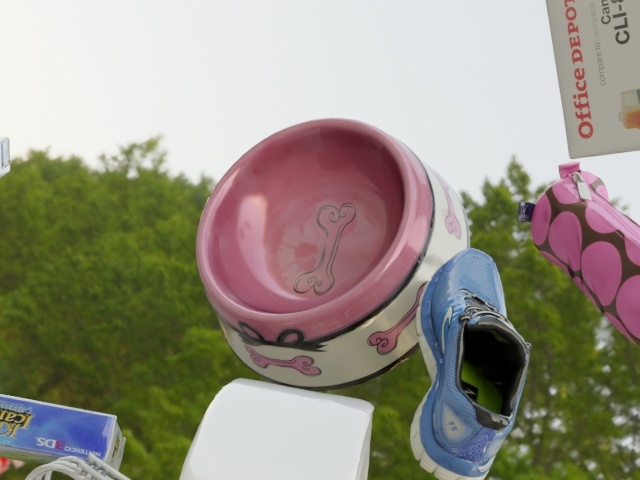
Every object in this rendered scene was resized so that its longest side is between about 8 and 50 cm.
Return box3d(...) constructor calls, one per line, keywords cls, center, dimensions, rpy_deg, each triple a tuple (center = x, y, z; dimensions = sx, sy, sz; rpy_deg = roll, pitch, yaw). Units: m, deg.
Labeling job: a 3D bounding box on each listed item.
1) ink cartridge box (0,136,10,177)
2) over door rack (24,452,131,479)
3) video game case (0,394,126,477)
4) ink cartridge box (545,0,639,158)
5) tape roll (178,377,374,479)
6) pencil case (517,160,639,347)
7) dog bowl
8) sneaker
box3d(cls="ink cartridge box", center=(-0.641, -0.124, 1.566), dimensions=(0.165, 0.332, 0.065), rpy_deg=(-125, -145, -77))
box3d(cls="over door rack", center=(-0.106, 0.287, 0.923), dimensions=(0.324, 0.108, 0.239), rpy_deg=(24, -12, -5))
box3d(cls="video game case", center=(-0.381, 0.233, 1.298), dimensions=(0.244, 0.269, 0.061), rpy_deg=(115, -14, -73))
box3d(cls="ink cartridge box", center=(0.542, -0.279, 1.531), dimensions=(0.384, 0.160, 0.279), rpy_deg=(-7, -86, 35))
box3d(cls="tape roll", center=(-0.037, 0.237, 0.679), dimensions=(0.286, 0.100, 0.286), rpy_deg=(9, 90, -83))
box3d(cls="pencil case", center=(0.255, 0.018, 0.879), dimensions=(0.209, 0.095, 0.098), rpy_deg=(-128, -147, -53))
box3d(cls="dog bowl", center=(0.000, 0.000, 1.524), dimensions=(0.408, 0.408, 0.150), rpy_deg=(46, -5, 39))
box3d(cls="sneaker", center=(0.195, 0.125, 1.259), dimensions=(0.330, 0.129, 0.147), rpy_deg=(-83, -161, -46))
